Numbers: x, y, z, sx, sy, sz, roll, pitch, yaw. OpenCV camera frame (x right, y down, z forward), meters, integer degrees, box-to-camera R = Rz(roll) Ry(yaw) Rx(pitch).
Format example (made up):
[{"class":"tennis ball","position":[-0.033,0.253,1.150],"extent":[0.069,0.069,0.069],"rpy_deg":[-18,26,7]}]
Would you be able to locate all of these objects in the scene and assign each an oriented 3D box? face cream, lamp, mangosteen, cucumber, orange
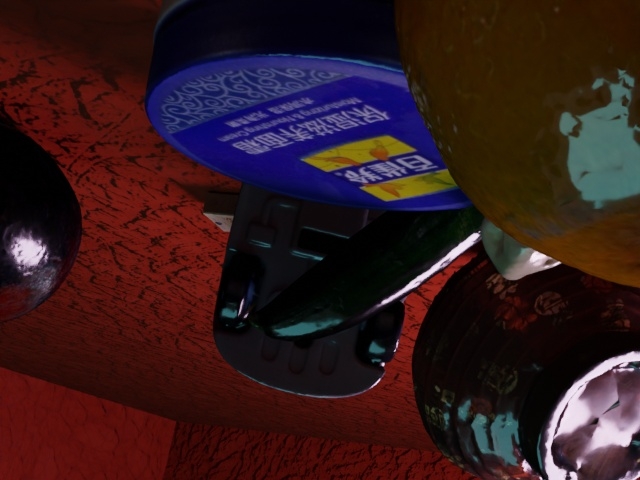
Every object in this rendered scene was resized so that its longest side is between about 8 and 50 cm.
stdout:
[{"class":"face cream","position":[0.018,-0.097,0.562],"extent":[0.205,0.111,0.206],"rpy_deg":[10,165,3]},{"class":"lamp","position":[0.191,0.101,0.939],"extent":[0.246,0.247,0.247],"rpy_deg":[11,164,3]},{"class":"mangosteen","position":[-0.320,-0.002,0.950],"extent":[0.216,0.216,0.216],"rpy_deg":[11,164,3]},{"class":"cucumber","position":[0.082,-0.016,0.654],"extent":[0.284,0.056,0.056],"rpy_deg":[-33,153,6]},{"class":"orange","position":[0.138,-0.081,0.379],"extent":[0.224,0.170,0.224],"rpy_deg":[-7,147,-5]}]

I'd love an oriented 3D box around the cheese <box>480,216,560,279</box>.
[{"class":"cheese","position":[0.179,-0.031,0.622],"extent":[0.194,0.043,0.065],"rpy_deg":[-21,165,-24]}]

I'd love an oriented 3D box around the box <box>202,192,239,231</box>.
[{"class":"box","position":[-0.064,-0.024,1.028],"extent":[0.083,0.024,0.053],"rpy_deg":[7,163,20]}]

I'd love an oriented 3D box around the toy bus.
[{"class":"toy bus","position":[0.000,0.000,0.753],"extent":[0.126,0.210,0.136],"rpy_deg":[14,175,-4]}]
